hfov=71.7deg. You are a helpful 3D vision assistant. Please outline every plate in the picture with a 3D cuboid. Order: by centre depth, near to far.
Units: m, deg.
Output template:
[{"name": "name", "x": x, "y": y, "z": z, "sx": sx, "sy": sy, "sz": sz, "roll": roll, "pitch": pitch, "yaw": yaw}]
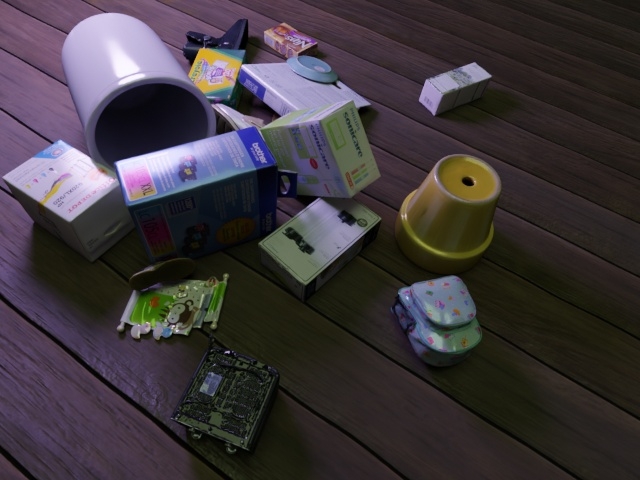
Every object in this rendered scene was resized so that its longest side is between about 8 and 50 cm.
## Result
[{"name": "plate", "x": -0.025, "y": -0.610, "z": 1.554, "sx": 0.188, "sy": 0.024, "sz": 0.188, "roll": 14, "pitch": 39, "yaw": -11}]

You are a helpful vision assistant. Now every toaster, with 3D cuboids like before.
[{"name": "toaster", "x": -0.180, "y": 0.312, "z": 0.888, "sx": 0.167, "sy": 0.110, "sz": 0.186, "roll": 18, "pitch": 55, "yaw": 7}]

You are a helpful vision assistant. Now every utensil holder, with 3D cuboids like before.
[{"name": "utensil holder", "x": -0.518, "y": -0.401, "z": 1.234, "sx": 0.327, "sy": 0.328, "sz": 0.386, "roll": -23, "pitch": 58, "yaw": -20}]

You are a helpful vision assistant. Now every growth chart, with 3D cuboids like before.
[{"name": "growth chart", "x": -0.342, "y": 0.152, "z": 1.043, "sx": 0.236, "sy": 0.021, "sz": 0.172, "roll": 1, "pitch": 54, "yaw": -2}]

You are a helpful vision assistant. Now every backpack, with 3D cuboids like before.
[{"name": "backpack", "x": 0.273, "y": 0.181, "z": 1.006, "sx": 0.165, "sy": 0.144, "sz": 0.189, "roll": -9, "pitch": 59, "yaw": -18}]

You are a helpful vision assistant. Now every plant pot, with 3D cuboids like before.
[{"name": "plant pot", "x": 0.339, "y": -0.078, "z": 1.137, "sx": 0.253, "sy": 0.239, "sz": 0.254, "roll": 3, "pitch": 55, "yaw": -4}]

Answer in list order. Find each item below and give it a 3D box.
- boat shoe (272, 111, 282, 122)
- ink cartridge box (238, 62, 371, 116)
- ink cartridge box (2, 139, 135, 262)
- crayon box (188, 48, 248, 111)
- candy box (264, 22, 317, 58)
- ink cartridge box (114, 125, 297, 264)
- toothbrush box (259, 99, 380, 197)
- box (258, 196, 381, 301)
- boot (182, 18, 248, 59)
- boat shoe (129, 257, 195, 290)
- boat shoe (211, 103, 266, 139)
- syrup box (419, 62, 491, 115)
[{"name": "boat shoe", "x": -0.096, "y": -0.357, "z": 1.404, "sx": 0.064, "sy": 0.060, "sz": 0.178, "roll": -24, "pitch": 60, "yaw": -21}, {"name": "ink cartridge box", "x": -0.047, "y": -0.490, "z": 1.480, "sx": 0.324, "sy": 0.072, "sz": 0.330, "roll": 43, "pitch": 42, "yaw": 23}, {"name": "ink cartridge box", "x": -0.607, "y": -0.099, "z": 1.106, "sx": 0.232, "sy": 0.168, "sz": 0.171, "roll": 29, "pitch": 57, "yaw": 15}, {"name": "crayon box", "x": -0.349, "y": -0.530, "z": 1.484, "sx": 0.165, "sy": 0.081, "sz": 0.279, "roll": 3, "pitch": 55, "yaw": 3}, {"name": "candy box", "x": -0.114, "y": -0.753, "z": 1.691, "sx": 0.186, "sy": 0.053, "sz": 0.109, "roll": 40, "pitch": 60, "yaw": 22}, {"name": "ink cartridge box", "x": -0.254, "y": -0.108, "z": 1.083, "sx": 0.395, "sy": 0.270, "sz": 0.151, "roll": -21, "pitch": 61, "yaw": -19}, {"name": "toothbrush box", "x": -0.007, "y": -0.232, "z": 1.158, "sx": 0.122, "sy": 0.206, "sz": 0.283, "roll": -38, "pitch": 28, "yaw": -28}, {"name": "box", "x": 0.000, "y": 0.000, "z": 1.142, "sx": 0.169, "sy": 0.087, "sz": 0.290, "roll": 38, "pitch": 60, "yaw": 20}, {"name": "boot", "x": -0.384, "y": -0.747, "z": 1.634, "sx": 0.206, "sy": 0.094, "sz": 0.247, "roll": 11, "pitch": 60, "yaw": -2}, {"name": "boat shoe", "x": -0.376, "y": 0.071, "z": 1.052, "sx": 0.152, "sy": 0.056, "sz": 0.049, "roll": -16, "pitch": 24, "yaw": -20}, {"name": "boat shoe", "x": -0.212, "y": -0.317, "z": 1.342, "sx": 0.302, "sy": 0.113, "sz": 0.103, "roll": 43, "pitch": 60, "yaw": 11}, {"name": "syrup box", "x": 0.476, "y": -0.536, "z": 1.563, "sx": 0.236, "sy": 0.096, "sz": 0.093, "roll": -25, "pitch": 62, "yaw": -21}]
